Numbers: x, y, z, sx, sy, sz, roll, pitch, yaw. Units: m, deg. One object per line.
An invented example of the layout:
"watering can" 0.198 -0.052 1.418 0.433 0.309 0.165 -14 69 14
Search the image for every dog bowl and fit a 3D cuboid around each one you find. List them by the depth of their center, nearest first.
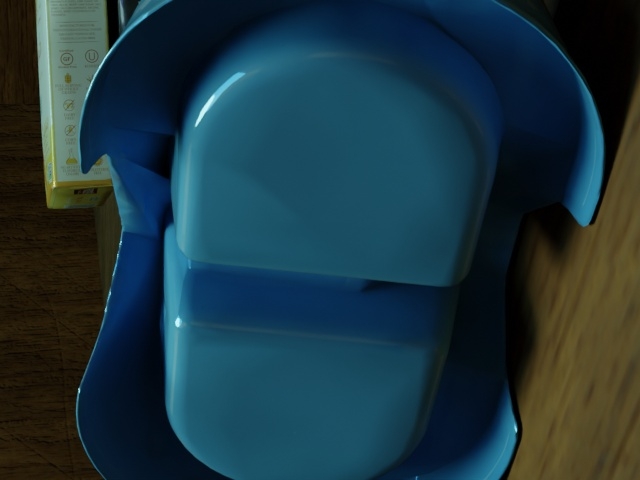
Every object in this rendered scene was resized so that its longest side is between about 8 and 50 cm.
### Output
"dog bowl" 0.000 0.000 0.573 0.297 0.166 0.074 99 176 -46

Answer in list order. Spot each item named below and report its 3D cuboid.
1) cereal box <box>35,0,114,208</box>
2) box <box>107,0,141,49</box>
"cereal box" -0.170 -0.147 1.088 0.173 0.047 0.240 159 108 -79
"box" -0.087 -0.140 1.074 0.153 0.108 0.207 109 155 -63
